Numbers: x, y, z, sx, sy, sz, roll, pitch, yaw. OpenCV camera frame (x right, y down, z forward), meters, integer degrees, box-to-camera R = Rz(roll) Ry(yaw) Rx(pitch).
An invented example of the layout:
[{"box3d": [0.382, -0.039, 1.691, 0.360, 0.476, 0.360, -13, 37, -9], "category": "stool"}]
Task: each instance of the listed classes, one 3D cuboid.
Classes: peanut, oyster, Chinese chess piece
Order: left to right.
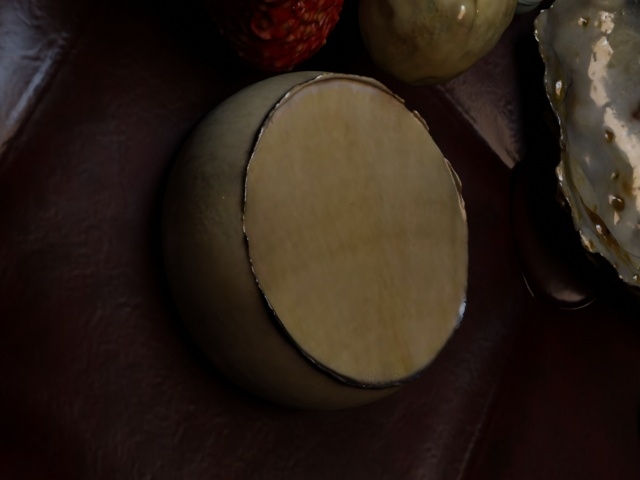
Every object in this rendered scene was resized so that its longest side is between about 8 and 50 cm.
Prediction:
[{"box3d": [0.000, 0.000, 1.450, 0.257, 0.104, 0.257, 11, 73, -43], "category": "Chinese chess piece"}, {"box3d": [0.102, -0.231, 1.557, 0.147, 0.147, 0.319, 49, 35, -25], "category": "peanut"}, {"box3d": [0.273, -0.066, 1.752, 0.204, 0.111, 0.396, -14, 92, -28], "category": "oyster"}]

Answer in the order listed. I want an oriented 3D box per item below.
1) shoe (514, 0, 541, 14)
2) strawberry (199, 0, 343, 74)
[{"box3d": [0.197, -0.326, 1.719, 0.103, 0.100, 0.251, 19, 71, -40], "category": "shoe"}, {"box3d": [-0.022, -0.278, 1.407, 0.257, 0.261, 0.261, 49, 51, -16], "category": "strawberry"}]
